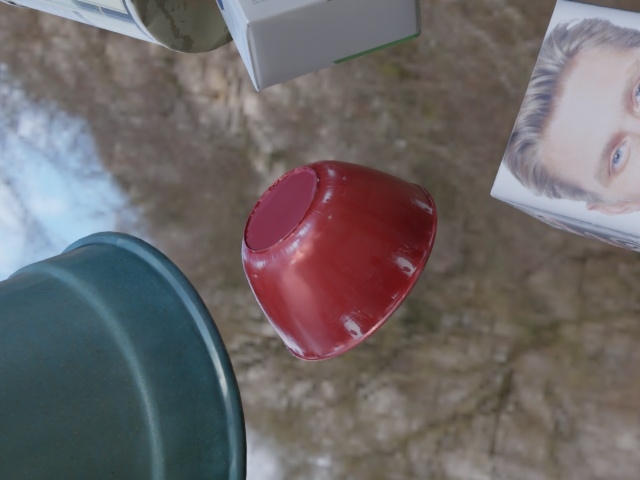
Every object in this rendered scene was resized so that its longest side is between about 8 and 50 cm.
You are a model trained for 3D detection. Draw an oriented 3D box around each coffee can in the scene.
[{"bbox_3d":[-0.206,-0.312,1.739,0.201,0.275,0.201,-21,-59,-41],"label":"coffee can"}]

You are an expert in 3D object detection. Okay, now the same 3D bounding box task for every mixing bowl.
[{"bbox_3d":[0.000,0.000,1.449,0.098,0.181,0.181,39,-126,-29],"label":"mixing bowl"}]

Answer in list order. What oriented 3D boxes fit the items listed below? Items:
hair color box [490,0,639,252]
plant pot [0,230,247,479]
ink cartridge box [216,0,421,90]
[{"bbox_3d":[0.313,-0.063,1.290,0.105,0.347,0.173,22,-93,-48],"label":"hair color box"},{"bbox_3d":[-0.302,0.185,1.551,0.334,0.341,0.341,-12,-66,-39],"label":"plant pot"},{"bbox_3d":[-0.022,-0.251,1.487,0.093,0.154,0.212,81,167,-54],"label":"ink cartridge box"}]
